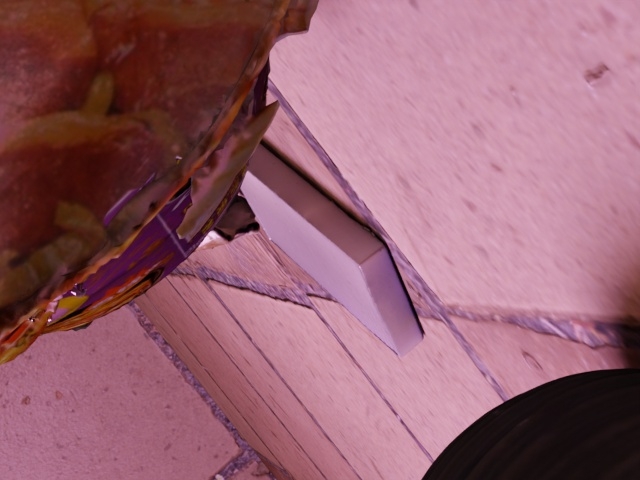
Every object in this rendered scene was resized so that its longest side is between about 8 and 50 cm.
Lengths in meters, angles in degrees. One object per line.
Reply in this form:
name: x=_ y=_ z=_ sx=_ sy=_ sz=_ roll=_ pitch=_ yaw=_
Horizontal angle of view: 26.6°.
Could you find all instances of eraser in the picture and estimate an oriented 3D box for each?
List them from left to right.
eraser: x=0.000 y=0.000 z=0.860 sx=0.150 sy=0.023 sz=0.104 roll=41 pitch=165 yaw=39

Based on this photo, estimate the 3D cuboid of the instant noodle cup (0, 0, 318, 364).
instant noodle cup: x=-0.154 y=-0.089 z=0.502 sx=0.340 sy=0.340 sz=0.266 roll=49 pitch=177 yaw=10

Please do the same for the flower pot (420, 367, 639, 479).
flower pot: x=0.122 y=0.141 z=0.509 sx=0.189 sy=0.157 sz=0.243 roll=50 pitch=167 yaw=-2

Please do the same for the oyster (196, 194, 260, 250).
oyster: x=-0.168 y=-0.042 z=1.009 sx=0.214 sy=0.083 sz=0.223 roll=0 pitch=-154 yaw=-45
